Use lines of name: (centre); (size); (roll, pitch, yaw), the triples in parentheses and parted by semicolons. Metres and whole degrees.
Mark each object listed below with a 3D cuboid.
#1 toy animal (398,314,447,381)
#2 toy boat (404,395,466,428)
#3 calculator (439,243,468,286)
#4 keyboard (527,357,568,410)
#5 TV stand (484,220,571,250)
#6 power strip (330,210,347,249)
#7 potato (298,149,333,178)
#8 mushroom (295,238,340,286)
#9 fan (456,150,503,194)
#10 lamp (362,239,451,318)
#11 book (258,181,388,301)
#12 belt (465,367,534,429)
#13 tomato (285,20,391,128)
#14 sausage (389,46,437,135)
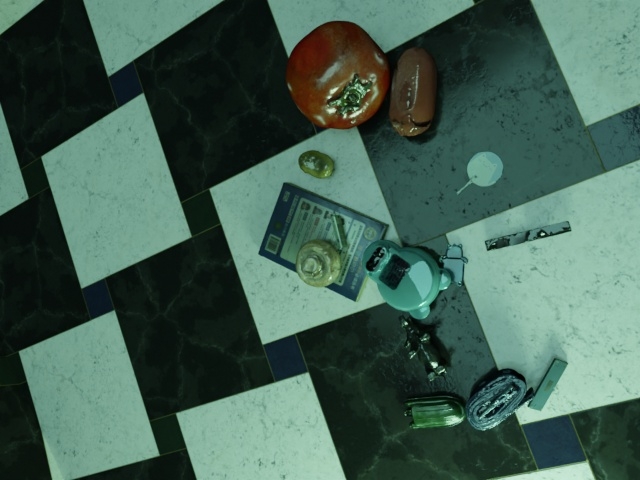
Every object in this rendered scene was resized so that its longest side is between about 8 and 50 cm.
toy animal: (0.326, 0.349, 1.669); (0.114, 0.146, 0.245); (-24, 84, 15)
toy boat: (0.381, 0.570, 1.704); (0.210, 0.052, 0.104); (-13, 84, 21)
calculator: (0.436, 0.080, 1.683); (0.094, 0.019, 0.141); (4, 92, 22)
keyboard: (0.699, 0.445, 1.576); (0.055, 0.014, 0.176); (20, 102, -18)
TV stand: (0.639, -0.013, 1.585); (0.249, 0.042, 0.036); (-16, 83, 22)
power strip: (0.063, -0.036, 1.770); (0.019, 0.051, 0.136); (-15, 86, 29)
potato: (-0.014, -0.271, 1.827); (0.137, 0.070, 0.092); (25, 99, 18)
mushroom: (-0.009, 0.080, 1.764); (0.166, 0.127, 0.166); (3, 99, 17)
fan: (0.506, -0.209, 1.652); (0.175, 0.005, 0.113); (-44, 76, 16)
lamp: (0.266, 0.110, 1.681); (0.284, 0.147, 0.209); (33, 102, 4)
book: (0.000, 0.000, 1.846); (0.427, 0.039, 0.300); (25, 101, 19)
belt: (0.544, 0.495, 1.592); (0.218, 0.128, 0.122); (-45, 75, 16)
tomato: (0.054, -0.536, 1.677); (0.325, 0.293, 0.290); (-43, 45, 23)
sausage: (0.298, -0.473, 1.651); (0.152, 0.152, 0.280); (6, 94, 22)
